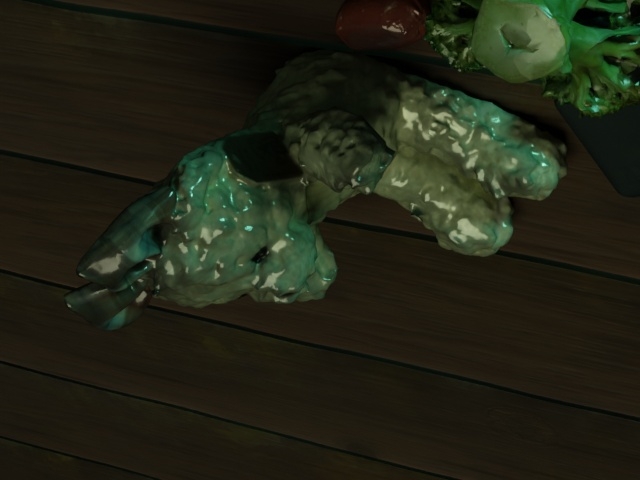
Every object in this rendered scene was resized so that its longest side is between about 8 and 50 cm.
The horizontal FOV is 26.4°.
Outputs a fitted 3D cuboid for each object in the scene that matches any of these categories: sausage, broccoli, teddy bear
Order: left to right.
[{"bbox_3d":[0.000,0.000,1.336,0.375,0.362,0.327,29,147,-5],"label":"teddy bear"},{"bbox_3d":[0.059,-0.207,1.287,0.094,0.054,0.059,0,139,31],"label":"sausage"},{"bbox_3d":[0.177,-0.198,1.041,0.254,0.269,0.269,-28,122,34],"label":"broccoli"}]

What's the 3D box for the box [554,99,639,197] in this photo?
[{"bbox_3d":[0.344,-0.116,1.243,0.230,0.050,0.160,-11,133,41],"label":"box"}]
